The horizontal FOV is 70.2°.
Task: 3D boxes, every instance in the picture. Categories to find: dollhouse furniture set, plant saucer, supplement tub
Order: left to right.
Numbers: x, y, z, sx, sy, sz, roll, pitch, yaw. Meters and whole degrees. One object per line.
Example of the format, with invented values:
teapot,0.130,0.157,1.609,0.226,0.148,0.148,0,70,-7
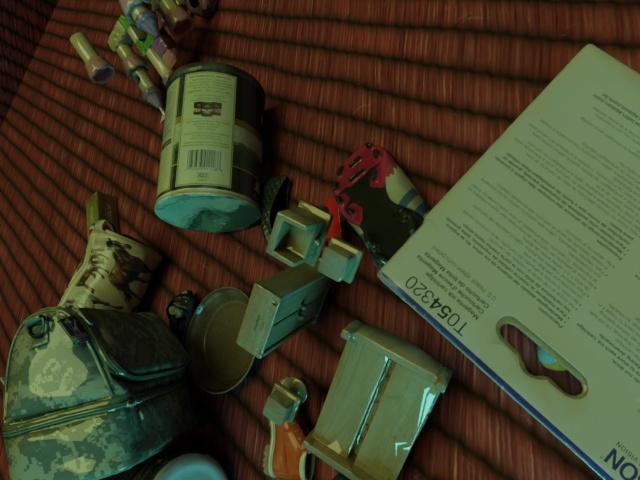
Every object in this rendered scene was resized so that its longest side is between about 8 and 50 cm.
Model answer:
supplement tub,-0.329,0.483,0.781,0.338,0.207,0.207,-23,63,31
plant saucer,-0.181,0.190,0.873,0.198,0.036,0.199,-12,69,33
dollhouse furniture set,0.086,0.147,0.636,0.355,0.174,0.303,27,112,21

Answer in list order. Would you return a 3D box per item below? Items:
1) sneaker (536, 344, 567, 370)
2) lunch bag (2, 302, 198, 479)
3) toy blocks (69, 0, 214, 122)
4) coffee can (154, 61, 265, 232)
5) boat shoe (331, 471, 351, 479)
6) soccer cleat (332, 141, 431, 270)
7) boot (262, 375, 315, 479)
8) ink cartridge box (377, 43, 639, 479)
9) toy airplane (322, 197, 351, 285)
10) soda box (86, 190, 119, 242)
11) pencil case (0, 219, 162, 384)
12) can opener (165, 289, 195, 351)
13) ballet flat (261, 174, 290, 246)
sneaker,0.285,0.021,0.550,0.121,0.099,0.262,7,72,46
lunch bag,-0.361,0.241,0.770,0.212,0.305,0.256,-17,78,4
toy blocks,-0.412,-0.503,1.191,0.288,0.309,0.260,-35,89,37
coffee can,-0.215,-0.177,0.911,0.201,0.201,0.275,-13,68,33
boat shoe,0.022,0.442,0.609,0.095,0.079,0.255,9,81,38
soccer cleat,0.111,-0.029,0.685,0.116,0.143,0.331,-42,31,19
boot,-0.039,0.299,0.721,0.084,0.059,0.158,0,84,34
ink cartridge box,0.282,0.023,0.440,0.324,0.071,0.330,43,88,15
toy airplane,0.000,0.000,0.781,0.151,0.028,0.151,10,103,51
soda box,-0.594,-0.043,1.244,0.058,0.061,0.181,-35,57,24
pencil case,-0.519,0.163,1.025,0.160,0.183,0.410,21,82,37
can opener,-0.292,0.197,0.945,0.059,0.073,0.186,9,88,23
ballet flat,-0.080,-0.048,0.859,0.049,0.057,0.173,-22,63,33
